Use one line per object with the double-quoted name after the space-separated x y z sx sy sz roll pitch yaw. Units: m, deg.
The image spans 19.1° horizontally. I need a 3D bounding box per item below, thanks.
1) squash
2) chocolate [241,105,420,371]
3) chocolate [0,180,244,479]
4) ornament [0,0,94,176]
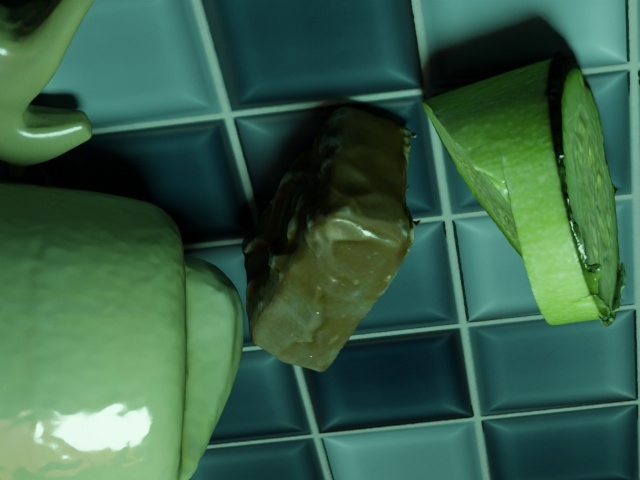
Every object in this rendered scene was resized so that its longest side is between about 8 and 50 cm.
0.165 -0.030 1.497 0.133 0.220 0.220 -15 140 12 "squash"
0.000 0.000 1.585 0.093 0.148 0.214 19 135 -17 "chocolate"
-0.219 0.118 1.559 0.297 0.326 0.314 13 -176 -7 "chocolate"
-0.258 -0.147 1.449 0.230 0.061 0.245 17 137 -26 "ornament"
